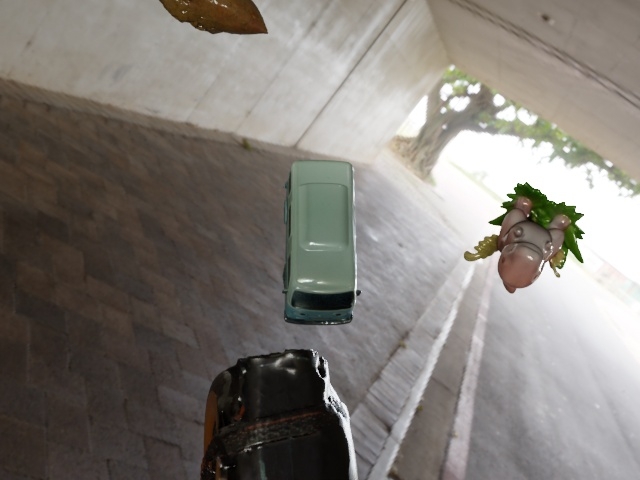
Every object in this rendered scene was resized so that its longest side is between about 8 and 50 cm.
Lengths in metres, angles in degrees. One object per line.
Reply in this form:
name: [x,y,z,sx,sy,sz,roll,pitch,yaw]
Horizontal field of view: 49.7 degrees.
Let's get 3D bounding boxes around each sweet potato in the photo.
sweet potato: [-0.146,-0.268,0.717,0.206,0.068,0.060,34,1,-7]

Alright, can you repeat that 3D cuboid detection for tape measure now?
tape measure: [-0.040,0.207,0.613,0.135,0.223,0.202,-1,70,-17]

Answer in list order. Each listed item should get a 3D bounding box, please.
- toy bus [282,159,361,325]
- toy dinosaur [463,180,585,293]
toy bus: [0.000,0.000,1.201,0.133,0.271,0.164,1,-20,-5]
toy dinosaur: [0.311,0.024,1.011,0.152,0.177,0.194,33,-26,3]
